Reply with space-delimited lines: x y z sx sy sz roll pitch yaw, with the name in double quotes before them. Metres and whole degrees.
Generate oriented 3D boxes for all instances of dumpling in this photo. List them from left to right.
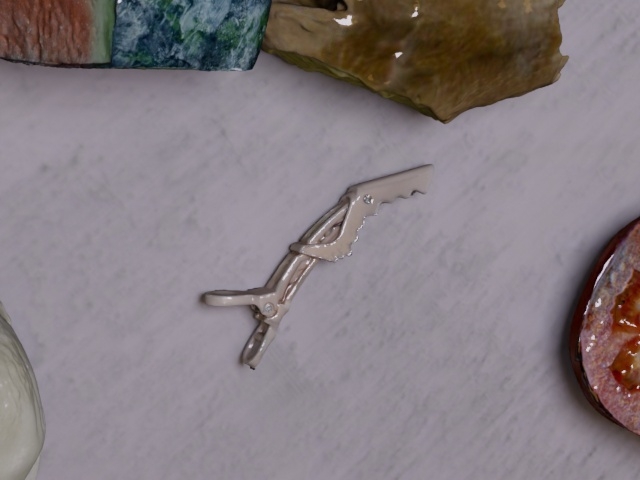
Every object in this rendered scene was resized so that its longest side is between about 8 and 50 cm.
"dumpling" -0.248 0.122 0.937 0.126 0.166 0.215 -27 76 11

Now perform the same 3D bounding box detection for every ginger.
"ginger" 0.079 -0.200 1.005 0.276 0.130 0.221 27 99 -32

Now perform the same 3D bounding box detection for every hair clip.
"hair clip" 0.000 0.000 1.063 0.226 0.034 0.072 -45 108 -10

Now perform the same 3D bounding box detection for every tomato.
"tomato" 0.310 0.073 1.157 0.225 0.085 0.225 -2 97 -16

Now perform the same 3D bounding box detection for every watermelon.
"watermelon" -0.175 -0.227 0.897 0.226 0.148 0.318 -36 91 25
